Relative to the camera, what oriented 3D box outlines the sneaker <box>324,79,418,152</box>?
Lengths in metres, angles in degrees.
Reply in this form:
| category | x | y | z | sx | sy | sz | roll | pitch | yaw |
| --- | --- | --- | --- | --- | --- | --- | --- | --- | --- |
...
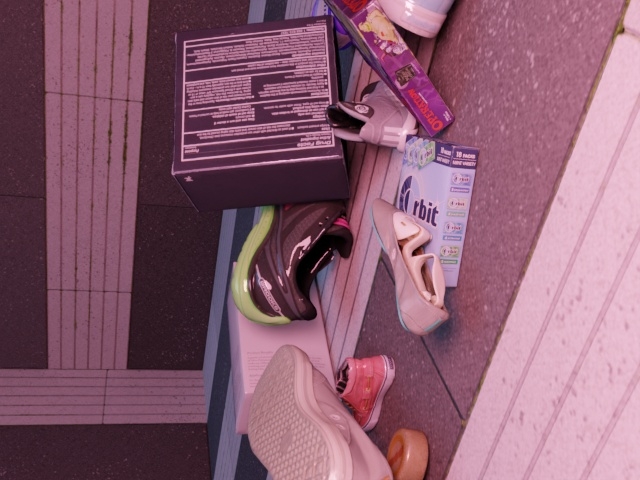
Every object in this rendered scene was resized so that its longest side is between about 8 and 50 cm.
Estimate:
| category | x | y | z | sx | sy | sz | roll | pitch | yaw |
| --- | --- | --- | --- | --- | --- | --- | --- | --- | --- |
| sneaker | 0.066 | -0.216 | 1.153 | 0.228 | 0.132 | 0.086 | -115 | 32 | -60 |

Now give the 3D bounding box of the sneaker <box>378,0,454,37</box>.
| category | x | y | z | sx | sy | sz | roll | pitch | yaw |
| --- | --- | --- | --- | --- | --- | --- | --- | --- | --- |
| sneaker | 0.125 | -0.436 | 1.031 | 0.150 | 0.135 | 0.366 | -58 | 36 | 30 |

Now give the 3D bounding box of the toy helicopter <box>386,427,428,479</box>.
| category | x | y | z | sx | sy | sz | roll | pitch | yaw |
| --- | --- | --- | --- | --- | --- | --- | --- | --- | --- |
| toy helicopter | 0.083 | 0.432 | 1.041 | 0.235 | 0.140 | 0.355 | -110 | 37 | -75 |

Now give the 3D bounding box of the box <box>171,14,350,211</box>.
| category | x | y | z | sx | sy | sz | roll | pitch | yaw |
| --- | --- | --- | --- | --- | --- | --- | --- | --- | --- |
| box | -0.105 | -0.225 | 1.288 | 0.183 | 0.296 | 0.294 | 74 | -167 | -67 |

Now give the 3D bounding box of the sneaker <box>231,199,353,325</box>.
| category | x | y | z | sx | sy | sz | roll | pitch | yaw |
| --- | --- | --- | --- | --- | --- | --- | --- | --- | --- |
| sneaker | -0.016 | -0.055 | 1.406 | 0.185 | 0.202 | 0.483 | 47 | -124 | -67 |

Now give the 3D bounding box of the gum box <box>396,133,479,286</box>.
| category | x | y | z | sx | sy | sz | roll | pitch | yaw |
| --- | --- | --- | --- | --- | --- | --- | --- | --- | --- |
| gum box | 0.152 | -0.047 | 0.972 | 0.157 | 0.041 | 0.184 | -138 | 52 | -69 |

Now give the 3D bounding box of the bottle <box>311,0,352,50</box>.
| category | x | y | z | sx | sy | sz | roll | pitch | yaw |
| --- | --- | --- | --- | --- | --- | --- | --- | --- | --- |
| bottle | 0.057 | -0.436 | 1.310 | 0.283 | 0.092 | 0.118 | -168 | 79 | -75 |

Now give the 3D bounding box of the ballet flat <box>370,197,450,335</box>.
| category | x | y | z | sx | sy | sz | roll | pitch | yaw |
| --- | --- | --- | --- | --- | --- | --- | --- | --- | --- |
| ballet flat | 0.121 | 0.020 | 0.908 | 0.068 | 0.072 | 0.213 | -36 | 49 | 32 |

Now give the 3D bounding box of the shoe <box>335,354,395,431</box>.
| category | x | y | z | sx | sy | sz | roll | pitch | yaw |
| --- | --- | --- | --- | --- | --- | --- | --- | --- | --- |
| shoe | 0.061 | 0.255 | 1.171 | 0.063 | 0.081 | 0.178 | -103 | 22 | -47 |

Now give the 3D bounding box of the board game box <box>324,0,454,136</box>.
| category | x | y | z | sx | sy | sz | roll | pitch | yaw |
| --- | --- | --- | --- | --- | --- | --- | --- | --- | --- |
| board game box | 0.076 | -0.305 | 1.055 | 0.056 | 0.208 | 0.347 | -40 | 30 | 12 |

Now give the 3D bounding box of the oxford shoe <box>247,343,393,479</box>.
| category | x | y | z | sx | sy | sz | roll | pitch | yaw |
| --- | --- | --- | --- | --- | --- | --- | --- | --- | --- |
| oxford shoe | -0.013 | 0.296 | 1.086 | 0.169 | 0.130 | 0.449 | -63 | 21 | 4 |

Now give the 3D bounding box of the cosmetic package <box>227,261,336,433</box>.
| category | x | y | z | sx | sy | sz | roll | pitch | yaw |
| --- | --- | --- | --- | --- | --- | --- | --- | --- | --- |
| cosmetic package | -0.096 | 0.225 | 1.544 | 0.365 | 0.197 | 0.155 | -101 | 20 | -47 |
